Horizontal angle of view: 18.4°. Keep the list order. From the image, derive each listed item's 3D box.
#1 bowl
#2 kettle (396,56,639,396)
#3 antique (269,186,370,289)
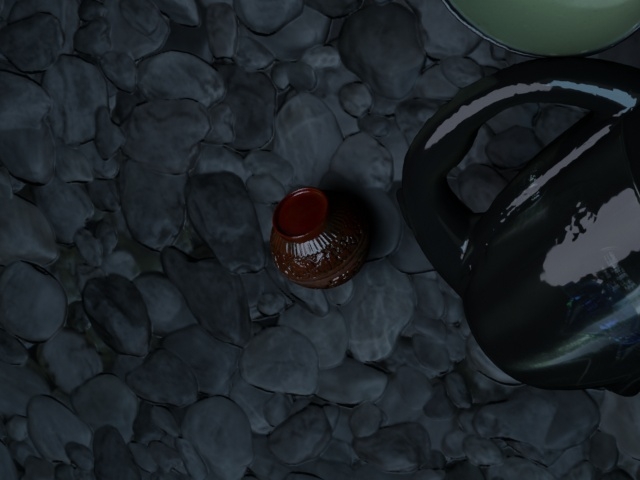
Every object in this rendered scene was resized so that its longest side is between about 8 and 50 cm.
[{"bbox_3d":[0.206,-0.277,1.630,0.237,0.126,0.238,12,115,26],"label":"bowl"},{"bbox_3d":[0.224,-0.013,1.663,0.321,0.228,0.324,39,133,-14],"label":"kettle"},{"bbox_3d":[0.000,0.000,1.889,0.104,0.104,0.104,12,116,25],"label":"antique"}]
